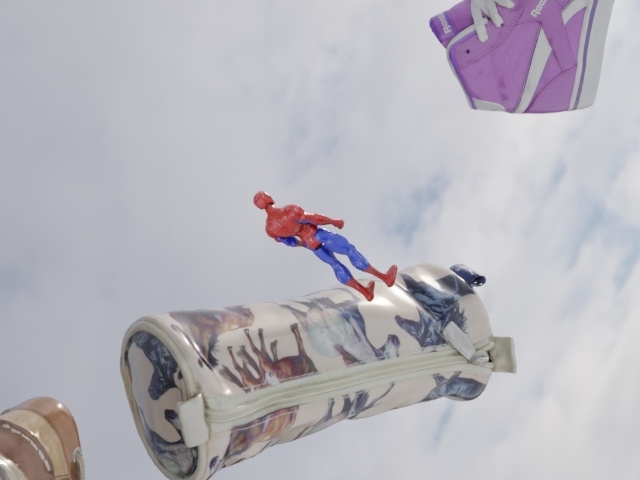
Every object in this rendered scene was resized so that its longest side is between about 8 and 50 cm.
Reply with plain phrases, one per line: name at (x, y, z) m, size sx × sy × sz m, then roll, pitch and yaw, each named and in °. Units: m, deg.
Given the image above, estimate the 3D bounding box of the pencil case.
pencil case at (-0.001, 0.124, 1.020) m, size 0.411 × 0.184 × 0.159 m, roll -9°, pitch -88°, yaw -38°

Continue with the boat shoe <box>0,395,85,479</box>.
boat shoe at (-0.238, 0.240, 0.766) m, size 0.116 × 0.123 × 0.324 m, roll -49°, pitch -10°, yaw -49°

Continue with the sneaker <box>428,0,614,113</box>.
sneaker at (0.182, -0.234, 0.926) m, size 0.102 × 0.161 × 0.282 m, roll -92°, pitch -1°, yaw -53°

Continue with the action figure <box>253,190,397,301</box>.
action figure at (0.000, 0.000, 0.697) m, size 0.115 × 0.030 × 0.038 m, roll 33°, pitch -46°, yaw -25°
